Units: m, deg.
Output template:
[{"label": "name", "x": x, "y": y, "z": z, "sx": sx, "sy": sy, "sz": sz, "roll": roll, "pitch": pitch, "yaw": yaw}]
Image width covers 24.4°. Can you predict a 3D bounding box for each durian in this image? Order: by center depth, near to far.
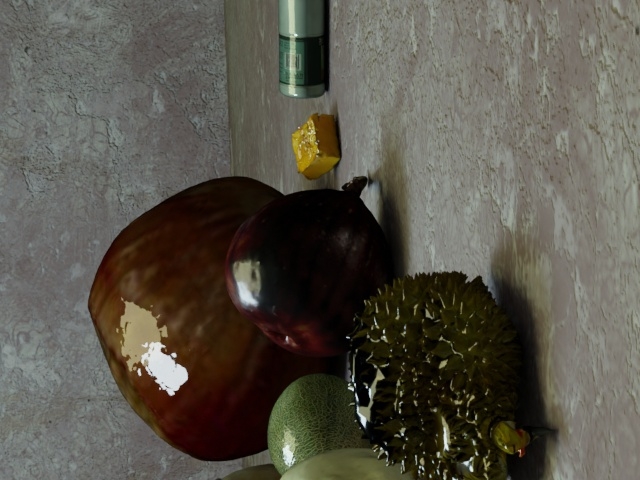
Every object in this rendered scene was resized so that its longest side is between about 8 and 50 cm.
[{"label": "durian", "x": 0.093, "y": 0.127, "z": 1.209, "sx": 0.237, "sy": 0.138, "sz": 0.193, "roll": -130, "pitch": 38, "yaw": -76}]

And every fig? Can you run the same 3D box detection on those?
[{"label": "fig", "x": 0.008, "y": 0.007, "z": 1.726, "sx": 0.186, "sy": 0.204, "sz": 0.249, "roll": 13, "pitch": 70, "yaw": 50}]

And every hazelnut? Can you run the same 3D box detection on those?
[{"label": "hazelnut", "x": -0.141, "y": 0.106, "z": 2.194, "sx": 0.421, "sy": 0.353, "sz": 0.421, "roll": -32, "pitch": 46, "yaw": 40}]

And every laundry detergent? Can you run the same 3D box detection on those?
[{"label": "laundry detergent", "x": -0.028, "y": -0.323, "z": 2.141, "sx": 0.099, "sy": 0.070, "sz": 0.225, "roll": -98, "pitch": 7, "yaw": -75}]

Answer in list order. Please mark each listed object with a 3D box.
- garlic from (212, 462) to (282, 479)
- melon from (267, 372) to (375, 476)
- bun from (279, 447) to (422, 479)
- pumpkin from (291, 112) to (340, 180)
[{"label": "garlic", "x": -0.050, "y": 0.459, "z": 2.191, "sx": 0.249, "sy": 0.286, "sz": 0.313, "roll": -49, "pitch": 10, "yaw": -9}, {"label": "melon", "x": 0.002, "y": 0.246, "z": 1.866, "sx": 0.192, "sy": 0.139, "sz": 0.139, "roll": -98, "pitch": 8, "yaw": -62}, {"label": "bun", "x": 0.044, "y": 0.337, "z": 1.530, "sx": 0.259, "sy": 0.160, "sz": 0.259, "roll": -21, "pitch": 64, "yaw": 55}, {"label": "pumpkin", "x": -0.003, "y": -0.132, "z": 2.094, "sx": 0.083, "sy": 0.054, "sz": 0.074, "roll": -37, "pitch": 56, "yaw": 54}]
